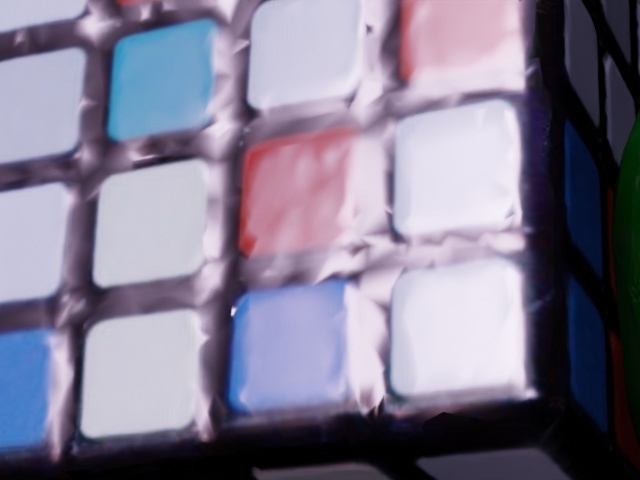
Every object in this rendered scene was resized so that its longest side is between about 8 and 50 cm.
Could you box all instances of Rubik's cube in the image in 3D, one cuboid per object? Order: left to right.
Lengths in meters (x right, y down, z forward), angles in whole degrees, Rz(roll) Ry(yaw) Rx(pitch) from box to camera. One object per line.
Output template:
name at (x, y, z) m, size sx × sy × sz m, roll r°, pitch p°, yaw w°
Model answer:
Rubik's cube at (0.000, 0.000, 0.470) m, size 0.182 × 0.187 × 0.184 m, roll -8°, pitch 67°, yaw 23°

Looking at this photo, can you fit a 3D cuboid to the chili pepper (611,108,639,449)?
chili pepper at (0.190, -0.016, 0.357) m, size 0.233 × 0.256 × 0.249 m, roll 3°, pitch 74°, yaw 39°
